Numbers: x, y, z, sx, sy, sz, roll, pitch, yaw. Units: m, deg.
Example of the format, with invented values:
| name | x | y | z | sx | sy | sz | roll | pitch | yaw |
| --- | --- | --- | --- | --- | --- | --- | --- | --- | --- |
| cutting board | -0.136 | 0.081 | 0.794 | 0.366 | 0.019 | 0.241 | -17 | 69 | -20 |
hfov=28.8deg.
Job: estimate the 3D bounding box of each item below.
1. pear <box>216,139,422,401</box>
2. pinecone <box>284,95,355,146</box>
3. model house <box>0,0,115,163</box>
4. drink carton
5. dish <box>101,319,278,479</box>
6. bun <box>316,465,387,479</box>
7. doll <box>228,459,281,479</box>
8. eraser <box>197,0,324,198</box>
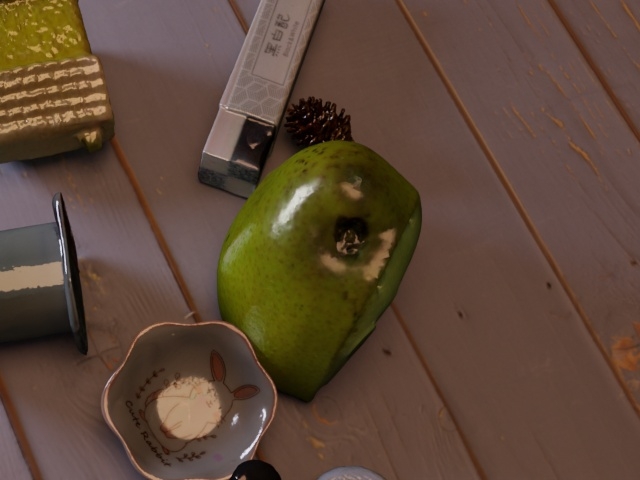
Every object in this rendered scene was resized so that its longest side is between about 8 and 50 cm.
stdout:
| name | x | y | z | sx | sy | sz | roll | pitch | yaw |
| --- | --- | --- | --- | --- | --- | --- | --- | --- | --- |
| pear | 0.000 | 0.000 | 1.680 | 0.238 | 0.318 | 0.342 | 28 | 59 | -2 |
| pinecone | 0.001 | -0.170 | 1.884 | 0.102 | 0.102 | 0.109 | -36 | 81 | -26 |
| model house | -0.409 | -0.225 | 1.786 | 0.193 | 0.175 | 0.234 | -14 | 63 | -19 |
| drink carton | -0.409 | 0.061 | 1.635 | 0.190 | 0.185 | 0.191 | -7 | 66 | -12 |
| dish | -0.173 | 0.217 | 1.645 | 0.229 | 0.081 | 0.229 | 2 | 75 | -7 |
| bun | 0.044 | 0.367 | 1.623 | 0.141 | 0.083 | 0.141 | -1 | 61 | 2 |
| doll | -0.111 | 0.378 | 1.535 | 0.234 | 0.135 | 0.143 | -37 | 86 | -37 |
| eraser | -0.081 | -0.260 | 1.916 | 0.096 | 0.098 | 0.404 | 18 | 61 | -2 |
